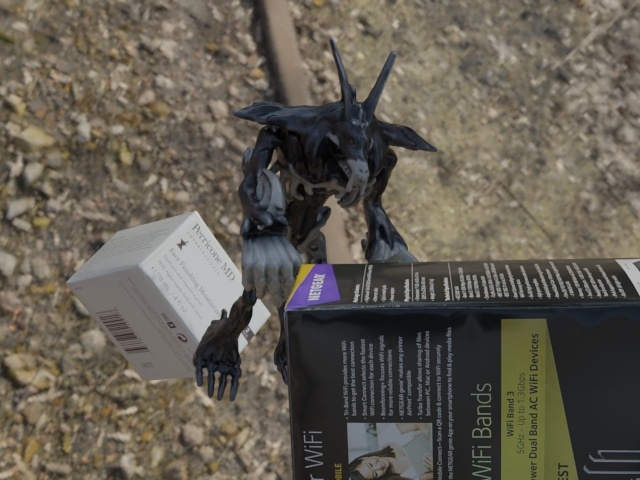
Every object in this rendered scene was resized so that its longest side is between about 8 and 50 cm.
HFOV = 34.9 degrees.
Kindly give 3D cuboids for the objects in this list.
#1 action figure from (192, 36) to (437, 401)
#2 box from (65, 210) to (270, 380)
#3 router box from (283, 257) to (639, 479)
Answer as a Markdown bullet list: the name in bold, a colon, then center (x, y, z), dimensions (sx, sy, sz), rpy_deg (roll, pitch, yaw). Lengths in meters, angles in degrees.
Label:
- **action figure**: center (0.000, 0.000, 0.749), dimensions (0.164, 0.275, 0.141), rpy_deg (3, 37, -26)
- **box**: center (-0.198, 0.076, 1.324), dimensions (0.181, 0.182, 0.119), rpy_deg (55, 50, -20)
- **router box**: center (0.111, 0.166, 0.553), dimensions (0.243, 0.308, 0.081), rpy_deg (-1, 15, 5)
